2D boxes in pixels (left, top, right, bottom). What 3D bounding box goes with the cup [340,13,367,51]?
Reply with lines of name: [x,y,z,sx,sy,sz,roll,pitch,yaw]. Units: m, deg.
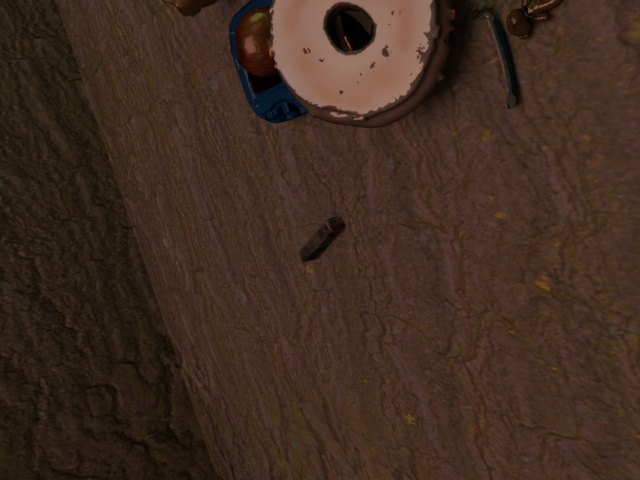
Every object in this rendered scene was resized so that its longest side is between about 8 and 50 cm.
cup: [0.099,-0.461,1.164,0.074,0.102,0.099,-95,-8,-75]

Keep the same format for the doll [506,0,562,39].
doll: [0.354,-0.384,0.899,0.093,0.051,0.061,-33,79,25]

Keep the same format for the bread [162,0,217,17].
bread: [-0.357,-0.804,1.452,0.315,0.211,0.270,50,134,11]

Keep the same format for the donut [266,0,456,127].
donut: [0.079,-0.413,1.055,0.383,0.142,0.382,10,116,21]

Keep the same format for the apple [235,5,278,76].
apple: [-0.116,-0.443,1.198,0.131,0.146,0.146,1,115,11]

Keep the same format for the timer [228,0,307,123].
timer: [-0.100,-0.468,1.369,0.340,0.115,0.309,-6,106,52]

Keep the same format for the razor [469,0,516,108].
razor: [0.319,-0.330,0.963,0.068,0.037,0.191,-63,-49,-81]

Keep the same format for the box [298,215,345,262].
box: [0.000,0.000,1.543,0.041,0.050,0.207,60,144,15]
